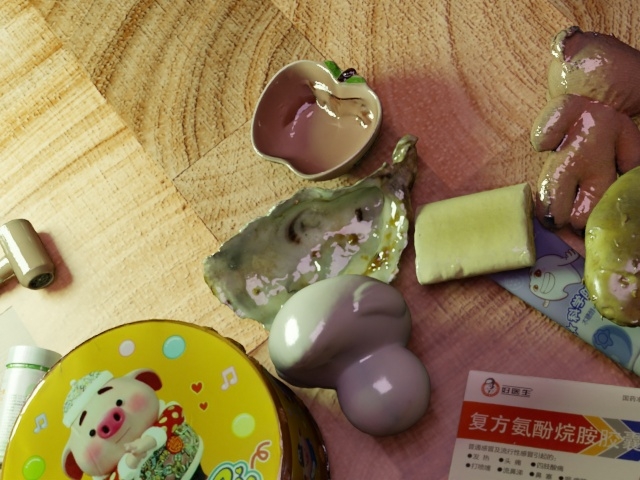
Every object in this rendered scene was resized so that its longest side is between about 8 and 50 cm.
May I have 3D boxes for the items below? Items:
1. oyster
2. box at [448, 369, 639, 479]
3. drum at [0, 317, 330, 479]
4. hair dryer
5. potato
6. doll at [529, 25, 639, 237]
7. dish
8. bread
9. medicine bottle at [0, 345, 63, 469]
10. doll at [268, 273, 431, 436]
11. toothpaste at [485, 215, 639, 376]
[{"bbox_3d":[0.024,0.015,1.675,0.396,0.111,0.204,-31,82,0],"label":"oyster"},{"bbox_3d":[0.355,0.295,1.455,0.353,0.069,0.214,5,58,17],"label":"box"},{"bbox_3d":[-0.211,0.332,1.514,0.431,0.214,0.431,-7,65,14],"label":"drum"},{"bbox_3d":[-0.530,0.059,1.811,0.182,0.064,0.117,-37,66,6],"label":"hair dryer"},{"bbox_3d":[0.461,0.001,1.501,0.192,0.141,0.296,27,56,16],"label":"potato"},{"bbox_3d":[0.386,-0.160,1.642,0.201,0.156,0.303,17,92,-22],"label":"doll"},{"bbox_3d":[0.002,-0.181,1.753,0.213,0.090,0.213,-5,69,14],"label":"dish"},{"bbox_3d":[0.228,-0.007,1.621,0.178,0.060,0.139,-10,58,23],"label":"bread"},{"bbox_3d":[-0.455,0.261,1.688,0.086,0.086,0.183,0,68,14],"label":"medicine bottle"},{"bbox_3d":[0.051,0.171,1.526,0.221,0.251,0.221,-17,63,37],"label":"doll"},{"bbox_3d":[0.367,0.081,1.574,0.125,0.080,0.371,-48,57,-3],"label":"toothpaste"}]
